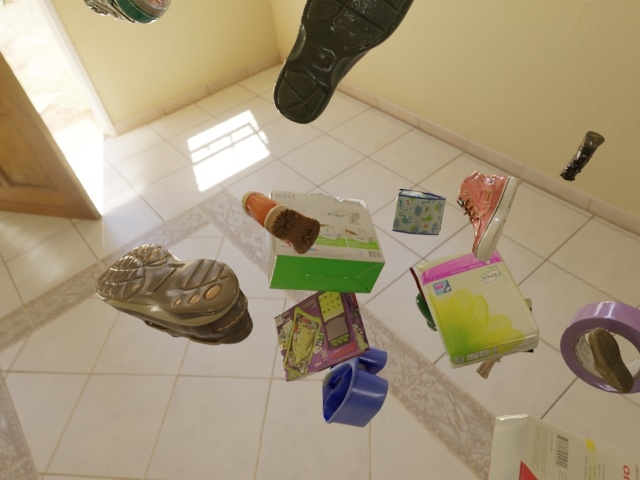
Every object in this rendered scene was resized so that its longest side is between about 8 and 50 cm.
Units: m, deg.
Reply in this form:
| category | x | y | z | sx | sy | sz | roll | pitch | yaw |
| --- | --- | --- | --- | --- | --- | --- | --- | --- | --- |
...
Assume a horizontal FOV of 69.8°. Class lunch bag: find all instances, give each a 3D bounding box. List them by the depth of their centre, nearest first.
| category | x | y | z | sx | sy | sz | roll | pitch | yaw |
| --- | --- | --- | --- | --- | --- | --- | --- | --- | --- |
| lunch bag | 0.312 | -0.088 | 1.454 | 0.151 | 0.129 | 0.096 | 10 | 23 | 12 |

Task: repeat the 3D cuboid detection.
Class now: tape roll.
| category | x | y | z | sx | sy | sz | roll | pitch | yaw |
| --- | --- | --- | --- | --- | --- | --- | --- | --- | --- |
| tape roll | 0.641 | 0.235 | 1.011 | 0.189 | 0.189 | 0.080 | 30 | 40 | 31 |

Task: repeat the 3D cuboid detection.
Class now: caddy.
| category | x | y | z | sx | sy | sz | roll | pitch | yaw |
| --- | --- | --- | --- | --- | --- | --- | --- | --- | --- |
| caddy | 0.098 | 0.491 | 1.580 | 0.179 | 0.341 | 0.241 | 16 | 42 | -9 |

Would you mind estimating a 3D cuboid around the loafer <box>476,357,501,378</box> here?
| category | x | y | z | sx | sy | sz | roll | pitch | yaw |
| --- | --- | --- | --- | --- | --- | --- | --- | --- | --- |
| loafer | 0.526 | 0.365 | 1.389 | 0.039 | 0.045 | 0.125 | 46 | 109 | 34 |

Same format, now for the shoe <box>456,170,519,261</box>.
| category | x | y | z | sx | sy | sz | roll | pitch | yaw |
| --- | --- | --- | --- | --- | --- | --- | --- | --- | --- |
| shoe | 0.252 | -0.043 | 0.728 | 0.081 | 0.063 | 0.178 | 18 | 55 | 24 |

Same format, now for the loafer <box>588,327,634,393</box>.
| category | x | y | z | sx | sy | sz | roll | pitch | yaw |
| --- | --- | --- | --- | --- | --- | --- | --- | --- | --- |
| loafer | 0.574 | 0.242 | 0.925 | 0.056 | 0.148 | 0.050 | -30 | 6 | -22 |

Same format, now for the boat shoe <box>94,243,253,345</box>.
| category | x | y | z | sx | sy | sz | roll | pitch | yaw |
| --- | --- | --- | --- | --- | --- | --- | --- | --- | --- |
| boat shoe | -0.248 | 0.101 | 0.750 | 0.355 | 0.130 | 0.132 | 10 | 46 | 44 |

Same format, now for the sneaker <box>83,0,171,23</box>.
| category | x | y | z | sx | sy | sz | roll | pitch | yaw |
| --- | --- | --- | --- | --- | --- | --- | --- | --- | --- |
| sneaker | -0.350 | -0.430 | 0.800 | 0.121 | 0.108 | 0.302 | -43 | 48 | 14 |

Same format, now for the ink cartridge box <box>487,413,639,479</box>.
| category | x | y | z | sx | sy | sz | roll | pitch | yaw |
| --- | --- | --- | --- | --- | --- | --- | --- | --- | --- |
| ink cartridge box | 0.695 | 0.707 | 1.317 | 0.384 | 0.160 | 0.279 | 24 | 61 | -6 |

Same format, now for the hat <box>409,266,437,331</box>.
| category | x | y | z | sx | sy | sz | roll | pitch | yaw |
| --- | --- | --- | --- | --- | --- | --- | --- | --- | --- |
| hat | 0.383 | 0.236 | 1.789 | 0.183 | 0.173 | 0.208 | 13 | 72 | -16 |

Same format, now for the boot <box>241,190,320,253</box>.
| category | x | y | z | sx | sy | sz | roll | pitch | yaw |
| --- | --- | --- | --- | --- | --- | --- | --- | --- | --- |
| boot | -0.057 | -0.030 | 0.698 | 0.084 | 0.158 | 0.059 | 31 | 87 | 28 |

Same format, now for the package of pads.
| category | x | y | z | sx | sy | sz | roll | pitch | yaw |
| --- | --- | --- | --- | --- | --- | --- | --- | --- | --- |
| package of pads | 0.405 | 0.165 | 1.199 | 0.229 | 0.101 | 0.296 | -16 | 51 | 6 |

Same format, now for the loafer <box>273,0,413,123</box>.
| category | x | y | z | sx | sy | sz | roll | pitch | yaw |
| --- | --- | --- | --- | --- | --- | --- | --- | --- | --- |
| loafer | 0.025 | -0.251 | 0.537 | 0.096 | 0.267 | 0.084 | 34 | 51 | -13 |

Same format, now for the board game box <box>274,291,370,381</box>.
| category | x | y | z | sx | sy | sz | roll | pitch | yaw |
| --- | --- | --- | --- | --- | --- | --- | --- | --- | --- |
| board game box | -0.010 | 0.267 | 1.326 | 0.056 | 0.347 | 0.208 | 10 | 59 | -37 |

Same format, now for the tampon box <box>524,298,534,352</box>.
| category | x | y | z | sx | sy | sz | roll | pitch | yaw |
| --- | --- | --- | --- | --- | --- | --- | --- | --- | --- |
| tampon box | 0.690 | 0.296 | 1.609 | 0.101 | 0.161 | 0.120 | -2 | 8 | 24 |

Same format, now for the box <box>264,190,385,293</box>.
| category | x | y | z | sx | sy | sz | roll | pitch | yaw |
| --- | --- | --- | --- | --- | --- | --- | --- | --- | --- |
| box | 0.000 | 0.000 | 1.143 | 0.262 | 0.127 | 0.231 | 4 | 43 | -17 |

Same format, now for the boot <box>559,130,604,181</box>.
| category | x | y | z | sx | sy | sz | roll | pitch | yaw |
| --- | --- | --- | --- | --- | --- | --- | --- | --- | --- |
| boot | 0.629 | -0.201 | 1.106 | 0.045 | 0.099 | 0.121 | 34 | 47 | 18 |
